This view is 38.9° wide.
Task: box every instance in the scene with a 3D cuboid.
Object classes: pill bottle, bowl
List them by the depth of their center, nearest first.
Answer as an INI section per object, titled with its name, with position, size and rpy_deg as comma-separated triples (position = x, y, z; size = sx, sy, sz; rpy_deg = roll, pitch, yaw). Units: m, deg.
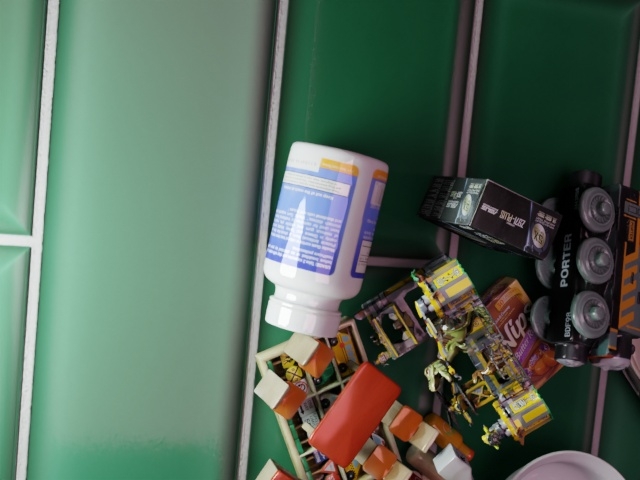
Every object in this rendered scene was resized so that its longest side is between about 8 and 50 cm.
[pill bottle]
position = 0.000, 0.000, 1.354
size = 0.152, 0.152, 0.272
rpy_deg = 13, 92, -21
[bowl]
position = 0.391, 0.504, 1.546
size = 0.297, 0.134, 0.298
rpy_deg = 3, 80, -18

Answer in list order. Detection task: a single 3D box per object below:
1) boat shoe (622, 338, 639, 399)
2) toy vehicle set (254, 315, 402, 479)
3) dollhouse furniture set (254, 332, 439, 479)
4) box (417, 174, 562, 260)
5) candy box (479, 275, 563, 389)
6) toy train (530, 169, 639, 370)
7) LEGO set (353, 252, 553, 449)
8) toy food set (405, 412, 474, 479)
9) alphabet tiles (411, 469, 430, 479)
[boat shoe]
position = 0.595, 0.234, 1.639
size = 0.112, 0.095, 0.335
rpy_deg = -32, 100, -17
[toy vehicle set]
position = 0.015, 0.273, 1.451
size = 0.166, 0.035, 0.267
rpy_deg = -23, 103, -16
[dollhouse furniture set]
position = 0.021, 0.306, 1.364
size = 0.262, 0.135, 0.259
rpy_deg = 38, 83, -19
[box]
position = 0.263, -0.038, 1.429
size = 0.147, 0.180, 0.078
rpy_deg = 23, 88, -21
[candy box]
position = 0.329, 0.166, 1.546
size = 0.109, 0.053, 0.187
rpy_deg = -40, 106, -12
[toy train]
position = 0.463, 0.053, 1.511
size = 0.190, 0.142, 0.334
rpy_deg = 16, 73, -26
[LEGO set]
position = 0.185, 0.183, 1.385
size = 0.192, 0.255, 0.331
rpy_deg = -32, 105, 4
[toy food set]
position = 0.203, 0.385, 1.439
size = 0.104, 0.232, 0.111
rpy_deg = 40, 100, -15
[alphabet tiles]
position = 0.171, 0.524, 1.505
size = 0.277, 0.021, 0.284
rpy_deg = 1, 83, -31
